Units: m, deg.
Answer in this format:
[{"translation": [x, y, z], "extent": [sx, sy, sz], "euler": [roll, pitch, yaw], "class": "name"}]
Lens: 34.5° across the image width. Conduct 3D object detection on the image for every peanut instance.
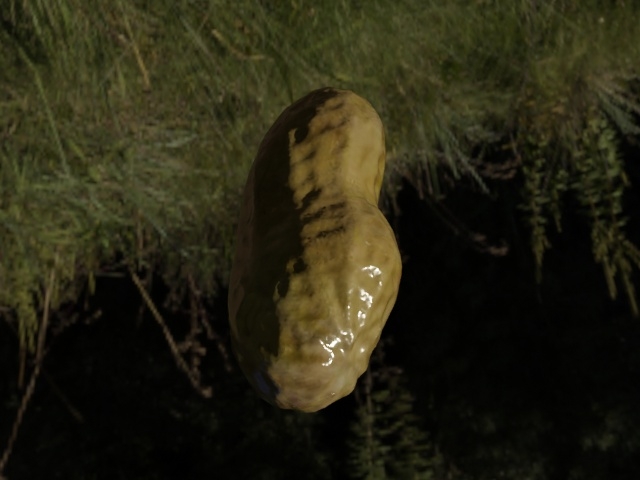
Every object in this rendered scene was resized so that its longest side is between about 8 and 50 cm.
[{"translation": [0.000, 0.000, 0.659], "extent": [0.108, 0.226, 0.095], "euler": [-11, 147, 25], "class": "peanut"}]
